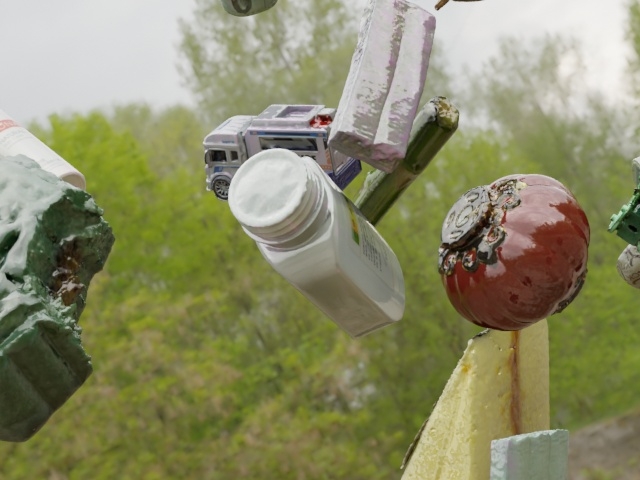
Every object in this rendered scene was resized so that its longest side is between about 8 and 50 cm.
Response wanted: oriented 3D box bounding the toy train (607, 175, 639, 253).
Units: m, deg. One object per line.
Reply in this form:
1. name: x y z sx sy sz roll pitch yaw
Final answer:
1. toy train: 0.499 -0.067 1.847 0.119 0.085 0.251 -52 -9 -17

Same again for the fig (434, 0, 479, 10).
1. fig: 0.221 -0.412 1.880 0.153 0.119 0.119 -22 -12 -42

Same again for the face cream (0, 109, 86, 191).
1. face cream: -0.549 -0.162 2.172 0.102 0.345 0.102 -39 -31 -29

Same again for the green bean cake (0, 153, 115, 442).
1. green bean cake: -0.396 0.060 1.607 0.308 0.300 0.169 -45 -37 -20

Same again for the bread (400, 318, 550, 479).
1. bread: 0.249 0.306 2.197 0.242 0.405 0.346 -11 -12 30

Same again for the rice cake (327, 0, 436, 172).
1. rice cake: 0.087 -0.219 1.689 0.050 0.106 0.298 -46 23 48

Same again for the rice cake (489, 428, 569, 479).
1. rice cake: 0.235 0.337 1.456 0.127 0.237 0.043 -2 5 -41

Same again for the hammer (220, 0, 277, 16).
1. hammer: -0.048 -0.529 2.359 0.335 0.119 0.206 -1 -46 16

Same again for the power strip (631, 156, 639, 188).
1. power strip: 0.674 -0.080 2.414 0.048 0.286 0.080 -15 -52 -8

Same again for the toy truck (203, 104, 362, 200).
1. toy truck: -0.075 -0.156 2.191 0.268 0.155 0.124 4 29 26

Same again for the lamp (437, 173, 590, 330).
1. lamp: 0.270 0.019 1.723 0.227 0.227 0.227 -26 -11 -5

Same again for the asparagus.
1. asparagus: 0.120 -0.108 1.875 0.060 0.067 0.277 -6 -29 -37

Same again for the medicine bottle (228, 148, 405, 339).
1. medicine bottle: 0.000 0.000 1.651 0.124 0.179 0.324 -23 -31 13

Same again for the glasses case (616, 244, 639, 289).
1. glasses case: 0.636 0.035 2.205 0.137 0.085 0.355 -46 -32 25
